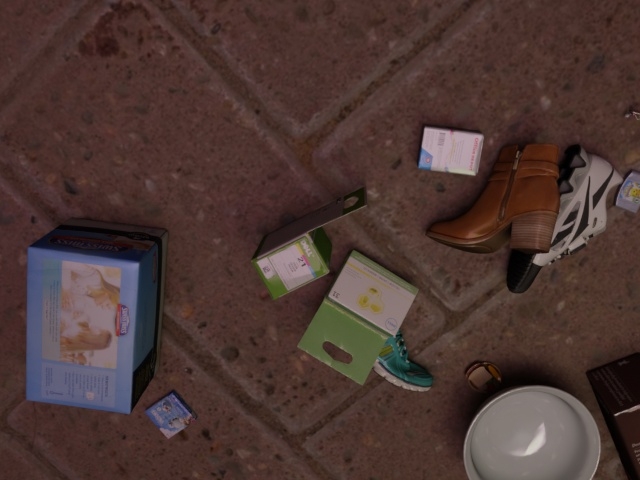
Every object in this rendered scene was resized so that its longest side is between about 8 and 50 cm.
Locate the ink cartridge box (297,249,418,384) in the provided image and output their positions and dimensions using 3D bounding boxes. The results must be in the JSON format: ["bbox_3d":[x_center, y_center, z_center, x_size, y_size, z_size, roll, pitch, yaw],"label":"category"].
[{"bbox_3d":[0.081,0.163,1.490,0.171,0.056,0.235,32,70,-4],"label":"ink cartridge box"}]

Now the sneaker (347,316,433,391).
[{"bbox_3d":[0.147,0.239,1.552,0.275,0.107,0.110,37,96,-8],"label":"sneaker"}]

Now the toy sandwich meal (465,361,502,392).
[{"bbox_3d":[0.374,0.314,1.595,0.086,0.029,0.085,1,107,3],"label":"toy sandwich meal"}]

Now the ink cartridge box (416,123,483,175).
[{"bbox_3d":[0.266,-0.187,1.440,0.123,0.052,0.088,8,107,2],"label":"ink cartridge box"}]

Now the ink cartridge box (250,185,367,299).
[{"bbox_3d":[0.000,0.000,1.439,0.255,0.189,0.097,-26,102,10],"label":"ink cartridge box"}]

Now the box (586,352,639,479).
[{"bbox_3d":[0.735,0.464,1.537,0.143,0.191,0.381,-22,104,9],"label":"box"}]

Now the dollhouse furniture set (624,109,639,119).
[{"bbox_3d":[0.654,-0.250,1.370,0.081,0.114,0.090,16,109,3],"label":"dollhouse furniture set"}]

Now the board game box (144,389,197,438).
[{"bbox_3d":[-0.357,0.415,1.670,0.090,0.020,0.090,-35,102,14],"label":"board game box"}]

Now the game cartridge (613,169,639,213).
[{"bbox_3d":[0.652,-0.103,1.464,0.056,0.017,0.083,20,106,1],"label":"game cartridge"}]

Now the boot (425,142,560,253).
[{"bbox_3d":[0.351,-0.088,1.429,0.109,0.284,0.220,17,78,-41],"label":"boot"}]

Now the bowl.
[{"bbox_3d":[0.454,0.443,1.564,0.298,0.134,0.297,0,99,-1],"label":"bowl"}]

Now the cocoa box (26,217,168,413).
[{"bbox_3d":[-0.471,0.155,1.490,0.232,0.228,0.346,8,107,1],"label":"cocoa box"}]

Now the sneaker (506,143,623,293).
[{"bbox_3d":[0.508,-0.018,1.440,0.146,0.122,0.330,26,103,-8],"label":"sneaker"}]
